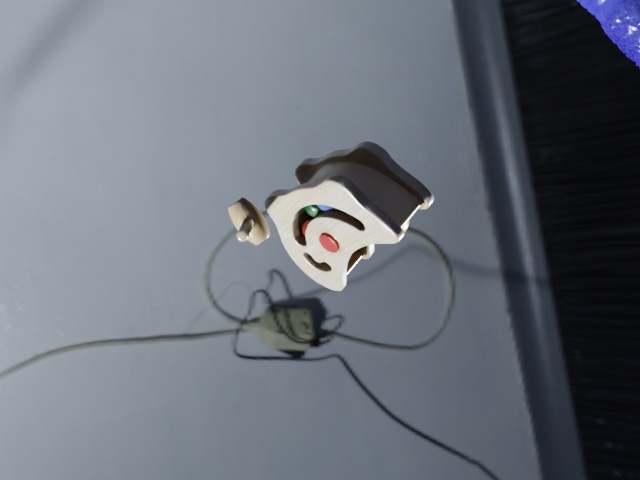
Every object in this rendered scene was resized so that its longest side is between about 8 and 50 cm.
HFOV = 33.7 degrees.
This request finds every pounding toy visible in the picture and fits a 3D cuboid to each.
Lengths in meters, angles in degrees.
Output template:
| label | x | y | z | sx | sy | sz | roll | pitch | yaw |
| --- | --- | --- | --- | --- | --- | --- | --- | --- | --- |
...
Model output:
| label | x | y | z | sx | sy | sz | roll | pitch | yaw |
| --- | --- | --- | --- | --- | --- | --- | --- | --- | --- |
| pounding toy | 0.000 | 0.000 | 1.260 | 0.154 | 0.269 | 0.155 | 53 | 58 | -18 |

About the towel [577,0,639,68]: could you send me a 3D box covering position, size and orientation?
| label | x | y | z | sx | sy | sz | roll | pitch | yaw |
| --- | --- | --- | --- | --- | --- | --- | --- | --- | --- |
| towel | 0.262 | -0.206 | 0.726 | 0.228 | 0.076 | 0.308 | -41 | 79 | -16 |
